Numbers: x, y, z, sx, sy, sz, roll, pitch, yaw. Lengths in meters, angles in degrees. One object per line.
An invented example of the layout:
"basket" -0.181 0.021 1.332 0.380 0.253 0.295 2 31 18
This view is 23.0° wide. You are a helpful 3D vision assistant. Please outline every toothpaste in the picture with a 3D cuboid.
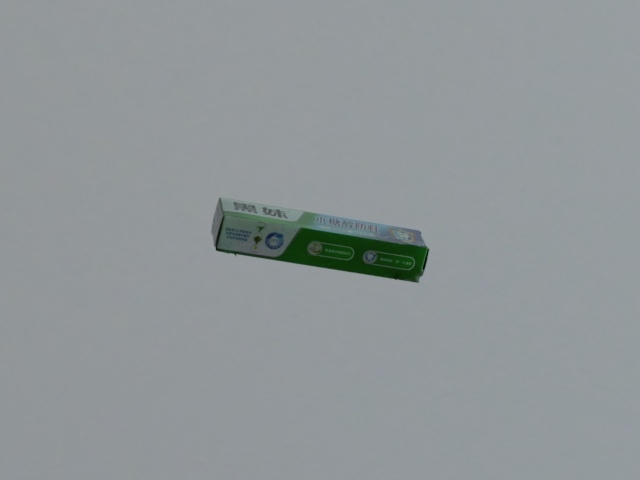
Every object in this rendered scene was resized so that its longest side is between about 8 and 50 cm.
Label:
"toothpaste" 0.000 0.000 0.613 0.020 0.083 0.017 -108 -150 -65
